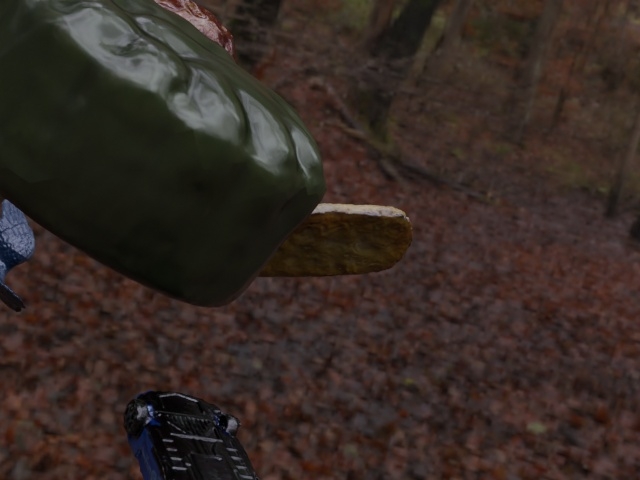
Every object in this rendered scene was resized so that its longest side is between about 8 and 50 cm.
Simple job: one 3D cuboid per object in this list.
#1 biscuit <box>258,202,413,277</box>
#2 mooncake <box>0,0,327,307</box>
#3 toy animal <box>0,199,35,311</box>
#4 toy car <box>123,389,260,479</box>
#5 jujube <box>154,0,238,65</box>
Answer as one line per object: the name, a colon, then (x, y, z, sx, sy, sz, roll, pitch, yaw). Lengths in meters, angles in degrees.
biscuit: (0.000, 0.000, 1.359, 0.247, 0.118, 0.029, 0, 44, -13)
mooncake: (-0.166, -0.110, 0.967, 0.356, 0.194, 0.356, 38, 7, -6)
toy animal: (-0.553, 0.035, 1.690, 0.255, 0.176, 0.239, 44, 60, 10)
toy car: (-0.102, 0.193, 0.852, 0.103, 0.063, 0.216, 14, 15, -28)
jujube: (-0.238, -0.222, 1.486, 0.216, 0.216, 0.342, 10, -13, -16)
